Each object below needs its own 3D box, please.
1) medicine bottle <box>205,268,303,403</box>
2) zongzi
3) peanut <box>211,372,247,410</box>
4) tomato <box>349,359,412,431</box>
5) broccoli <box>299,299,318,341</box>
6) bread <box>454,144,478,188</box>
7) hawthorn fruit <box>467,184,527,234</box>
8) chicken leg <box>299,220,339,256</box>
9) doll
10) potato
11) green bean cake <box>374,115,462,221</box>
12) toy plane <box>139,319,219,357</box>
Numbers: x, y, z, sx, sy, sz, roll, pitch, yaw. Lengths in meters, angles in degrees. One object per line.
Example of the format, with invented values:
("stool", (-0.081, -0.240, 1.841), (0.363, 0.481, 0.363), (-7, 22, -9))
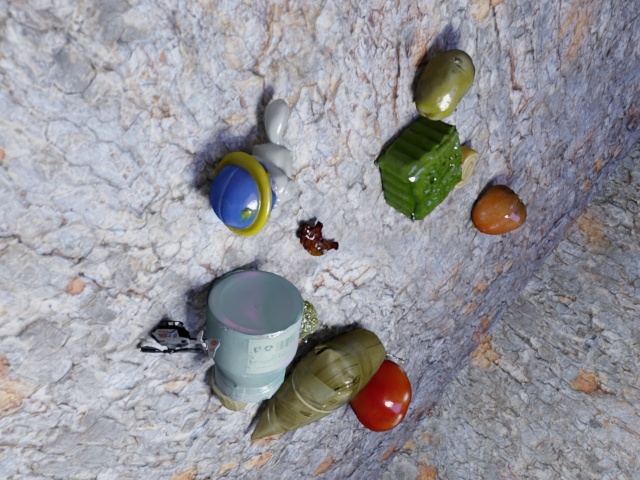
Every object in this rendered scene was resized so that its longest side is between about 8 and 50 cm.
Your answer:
("medicine bottle", (-0.180, 0.258, 1.516), (0.245, 0.245, 0.290), (-24, 139, -38))
("zongzi", (0.007, 0.508, 2.114), (0.467, 0.218, 0.500), (-38, 167, 24))
("peanut", (-0.263, 0.441, 1.721), (0.098, 0.090, 0.214), (-47, 151, -29))
("tomato", (0.244, 0.641, 2.422), (0.226, 0.298, 0.298), (27, 101, -17))
("broccoli", (-0.068, 0.233, 1.757), (0.120, 0.131, 0.130), (-86, -162, -72))
("bread", (0.492, -0.254, 2.039), (0.122, 0.073, 0.149), (-15, 131, -42))
("hawthorn fruit", (0.708, -0.105, 2.370), (0.251, 0.199, 0.199), (-36, 152, 18))
("chicken leg", (-0.005, 0.004, 1.674), (0.089, 0.048, 0.219), (-48, 147, -3))
("doll", (-0.124, -0.148, 1.276), (0.242, 0.159, 0.311), (-14, 127, -44))
("potato", (0.347, -0.434, 1.623), (0.200, 0.137, 0.154), (-54, 149, -2))
("green bean cake", (0.311, -0.218, 1.767), (0.247, 0.156, 0.250), (-43, 146, -19))
("toy plane", (-0.333, 0.240, 1.395), (0.053, 0.197, 0.078), (76, 20, -51))
